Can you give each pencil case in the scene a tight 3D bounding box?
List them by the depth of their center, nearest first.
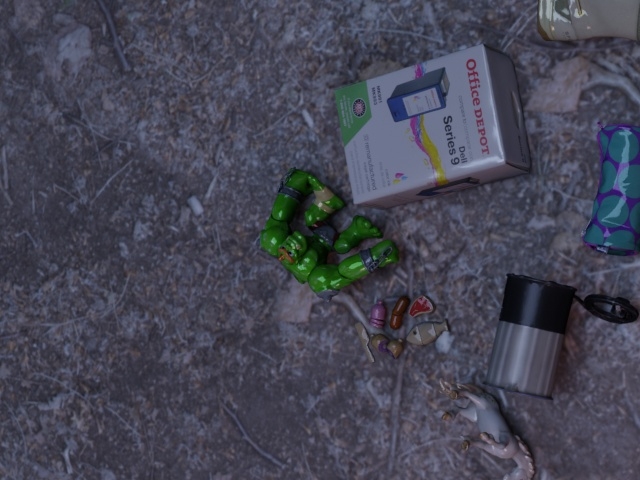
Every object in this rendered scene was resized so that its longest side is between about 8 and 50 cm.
[{"bbox_3d":[0.345,-0.059,1.642,0.070,0.064,0.151,9,91,13],"label":"pencil case"}]

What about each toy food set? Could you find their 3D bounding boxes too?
[{"bbox_3d":[0.099,0.106,1.797,0.122,0.019,0.078,-30,73,25],"label":"toy food set"}]

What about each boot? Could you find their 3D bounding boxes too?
[{"bbox_3d":[0.346,-0.335,1.652,0.165,0.077,0.213,9,97,30],"label":"boot"}]

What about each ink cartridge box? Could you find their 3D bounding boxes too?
[{"bbox_3d":[0.138,-0.137,1.749,0.212,0.093,0.154,-13,80,27],"label":"ink cartridge box"}]

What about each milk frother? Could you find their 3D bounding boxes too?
[{"bbox_3d":[0.278,0.118,1.633,0.143,0.129,0.134,12,89,36],"label":"milk frother"}]

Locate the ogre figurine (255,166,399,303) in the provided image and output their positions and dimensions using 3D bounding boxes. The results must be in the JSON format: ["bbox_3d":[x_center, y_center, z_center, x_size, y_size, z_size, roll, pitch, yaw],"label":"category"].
[{"bbox_3d":[0.000,0.000,1.823,0.197,0.097,0.118,40,88,10],"label":"ogre figurine"}]

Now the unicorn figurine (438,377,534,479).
[{"bbox_3d":[0.204,0.234,1.693,0.060,0.111,0.162,-34,57,34],"label":"unicorn figurine"}]
